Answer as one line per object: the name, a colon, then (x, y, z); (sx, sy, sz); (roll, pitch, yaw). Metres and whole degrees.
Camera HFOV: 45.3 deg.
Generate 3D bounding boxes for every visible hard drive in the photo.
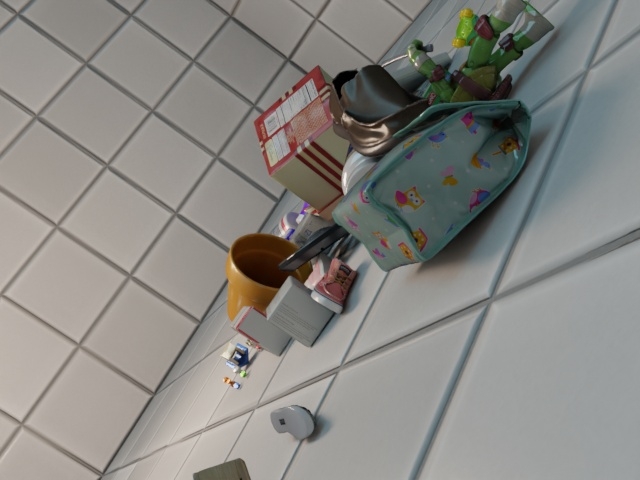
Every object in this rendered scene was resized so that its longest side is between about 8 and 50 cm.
hard drive: (0.187, -0.397, 2.044); (0.307, 0.040, 0.203); (-28, -7, -33)

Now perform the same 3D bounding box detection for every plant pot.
plant pot: (-0.142, 0.118, 1.859); (0.205, 0.205, 0.188); (-67, -1, -55)

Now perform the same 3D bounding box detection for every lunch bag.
lunch bag: (0.163, -0.095, 1.097); (0.262, 0.160, 0.223); (-45, 3, -11)

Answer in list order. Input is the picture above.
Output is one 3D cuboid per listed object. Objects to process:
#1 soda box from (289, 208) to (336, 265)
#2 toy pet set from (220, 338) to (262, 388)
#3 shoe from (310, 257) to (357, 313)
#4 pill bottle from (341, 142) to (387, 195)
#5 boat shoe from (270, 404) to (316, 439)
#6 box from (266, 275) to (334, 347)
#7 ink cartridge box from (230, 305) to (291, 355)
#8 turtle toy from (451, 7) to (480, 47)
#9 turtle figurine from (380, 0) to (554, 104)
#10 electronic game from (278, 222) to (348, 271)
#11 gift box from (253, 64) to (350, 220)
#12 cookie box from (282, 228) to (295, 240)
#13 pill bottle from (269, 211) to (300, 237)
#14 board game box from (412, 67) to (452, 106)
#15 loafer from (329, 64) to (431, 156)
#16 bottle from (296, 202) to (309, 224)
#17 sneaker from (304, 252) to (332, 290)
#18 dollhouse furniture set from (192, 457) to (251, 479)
soda box: (0.021, -0.077, 1.988); (0.286, 0.091, 0.098); (-60, 9, -34)
toy pet set: (-0.189, 0.300, 1.862); (0.114, 0.065, 0.122); (17, 71, 44)
shoe: (0.028, 0.081, 1.442); (0.081, 0.063, 0.178); (-58, 4, 4)
pill bottle: (0.119, -0.129, 1.460); (0.153, 0.153, 0.265); (-51, 9, 21)
boat shoe: (-0.034, 0.265, 1.143); (0.040, 0.049, 0.142); (-16, -3, -25)
box: (-0.041, 0.135, 1.479); (0.087, 0.102, 0.101); (-56, 8, 3)
ink cartridge box: (-0.134, 0.199, 1.703); (0.063, 0.109, 0.150); (-57, 9, -10)
turtle toy: (0.368, -0.519, 1.894); (0.130, 0.066, 0.095); (-80, 4, -76)
turtle figurine: (0.254, -0.327, 1.352); (0.266, 0.197, 0.275); (-49, 14, 24)
electronic game: (0.000, 0.000, 1.741); (0.229, 0.048, 0.229); (-35, -2, -1)
gift box: (0.002, -0.220, 1.852); (0.276, 0.258, 0.255); (-35, 45, 24)
cookie box: (-0.057, 0.009, 2.081); (0.040, 0.092, 0.107); (-52, 8, -5)
pill bottle: (-0.108, 0.011, 2.288); (0.180, 0.108, 0.108); (-49, 10, 30)
board game box: (0.208, -0.293, 1.968); (0.213, 0.046, 0.317); (-57, 9, -22)
loafer: (0.087, -0.240, 1.362); (0.133, 0.130, 0.366); (-25, 20, -13)
bottle: (0.031, -0.154, 2.224); (0.283, 0.092, 0.118); (-56, 10, -12)
sneaker: (-0.004, 0.078, 1.662); (0.070, 0.051, 0.134); (-46, 15, 17)
dollhouse furniture set: (-0.202, 0.477, 1.135); (0.286, 0.198, 0.303); (-17, -21, -3)
